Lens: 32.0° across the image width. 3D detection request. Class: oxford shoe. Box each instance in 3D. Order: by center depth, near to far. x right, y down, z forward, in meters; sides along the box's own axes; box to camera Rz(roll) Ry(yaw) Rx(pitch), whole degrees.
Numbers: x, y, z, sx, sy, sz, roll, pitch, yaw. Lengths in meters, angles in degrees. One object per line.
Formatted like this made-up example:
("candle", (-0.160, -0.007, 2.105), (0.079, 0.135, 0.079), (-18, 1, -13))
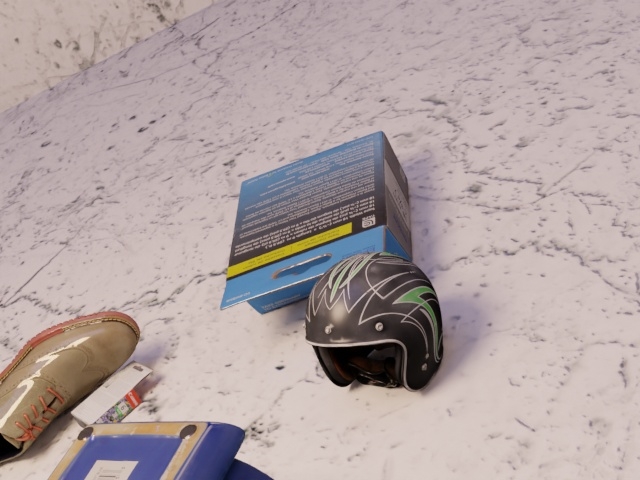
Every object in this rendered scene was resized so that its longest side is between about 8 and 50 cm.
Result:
("oxford shoe", (-0.392, 0.229, 1.547), (0.348, 0.123, 0.130), (-34, 38, 4))

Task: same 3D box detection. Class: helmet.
("helmet", (0.062, 0.093, 1.322), (0.169, 0.162, 0.169), (-20, 30, 12))

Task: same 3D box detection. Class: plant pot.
("plant pot", (-0.167, 0.313, 1.111), (0.236, 0.212, 0.236), (-6, 35, 32))

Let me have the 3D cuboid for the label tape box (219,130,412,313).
("label tape box", (0.000, 0.000, 1.579), (0.240, 0.106, 0.334), (-19, 31, 15))

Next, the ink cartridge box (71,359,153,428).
("ink cartridge box", (-0.282, 0.218, 1.543), (0.115, 0.029, 0.063), (-41, 31, -25))
